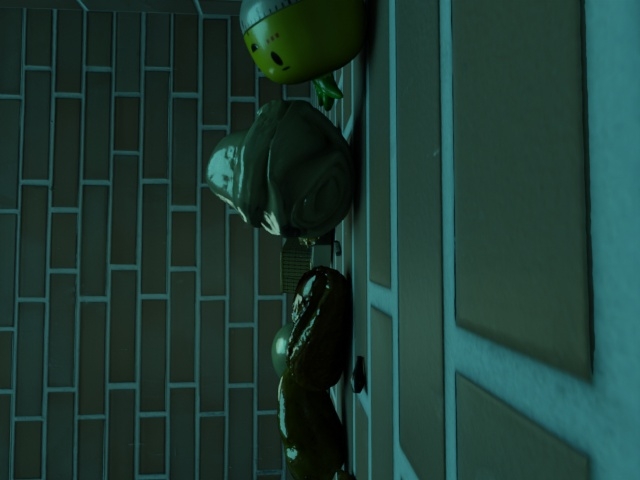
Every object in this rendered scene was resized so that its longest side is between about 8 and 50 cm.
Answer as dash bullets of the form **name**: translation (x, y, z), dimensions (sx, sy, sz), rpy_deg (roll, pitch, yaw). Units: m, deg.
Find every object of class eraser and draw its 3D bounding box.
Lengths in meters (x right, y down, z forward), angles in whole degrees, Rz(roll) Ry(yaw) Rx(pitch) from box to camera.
- **eraser**: translation (0.000, 0.000, 1.751), dimensions (0.279, 0.081, 0.124), rpy_deg (-96, 8, -59)

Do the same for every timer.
- **timer**: translation (-0.016, -0.412, 0.896), dimensions (0.285, 0.285, 0.285), rpy_deg (180, 90, -86)

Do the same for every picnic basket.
- **picnic basket**: translation (-0.071, 0.090, 1.958), dimensions (0.313, 0.175, 0.228), rpy_deg (-74, -13, -68)

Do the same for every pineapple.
- **pineapple**: translation (-0.015, -0.062, 1.608), dimensions (0.221, 0.047, 0.221), rpy_deg (-49, 21, 26)

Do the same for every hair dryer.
- **hair dryer**: translation (0.085, 0.306, 0.936), dimensions (0.083, 0.031, 0.079), rpy_deg (81, -164, -57)

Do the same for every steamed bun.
- **steamed bun**: translation (-0.061, -0.146, 1.050), dimensions (0.342, 0.368, 0.255), rpy_deg (-49, 49, 21)

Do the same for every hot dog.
- **hot dog**: translation (-0.011, 0.257, 1.221), dimensions (0.267, 0.174, 0.387), rpy_deg (-92, 3, -58)

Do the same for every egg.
- **egg**: translation (-0.096, 0.514, 1.895), dimensions (0.258, 0.259, 0.352), rpy_deg (-96, 2, -56)

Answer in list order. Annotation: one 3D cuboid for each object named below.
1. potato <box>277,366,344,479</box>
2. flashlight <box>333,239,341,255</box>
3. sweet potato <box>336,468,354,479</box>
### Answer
- **potato**: translation (-0.033, 0.551, 1.277), dimensions (0.176, 0.196, 0.369), rpy_deg (107, 149, -63)
- **flashlight**: translation (0.055, 0.025, 1.385), dimensions (0.083, 0.018, 0.018), rpy_deg (-98, 7, -64)
- **sweet potato**: translation (0.068, 0.607, 1.037), dimensions (0.179, 0.044, 0.044), rpy_deg (163, 107, -79)
